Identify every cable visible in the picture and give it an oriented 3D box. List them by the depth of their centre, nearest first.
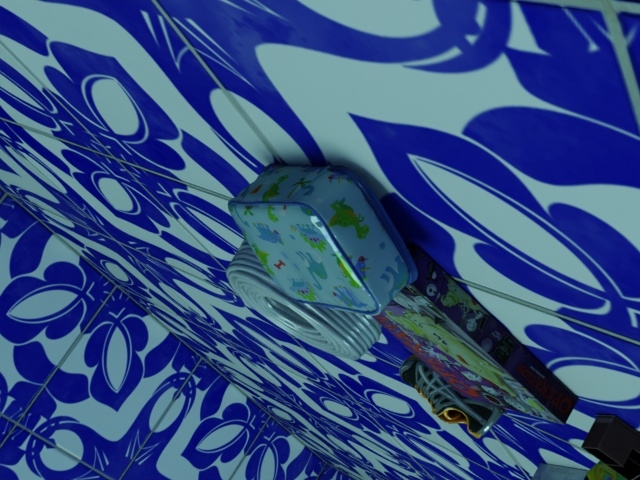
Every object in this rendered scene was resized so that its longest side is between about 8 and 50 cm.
[{"bbox_3d":[-0.024,0.091,1.444,0.257,0.089,0.257,27,163,20],"label":"cable"}]

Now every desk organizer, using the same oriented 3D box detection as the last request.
[{"bbox_3d":[0.413,0.286,1.242,0.130,0.050,0.047,35,164,-6],"label":"desk organizer"}]

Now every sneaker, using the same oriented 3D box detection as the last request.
[{"bbox_3d":[0.195,0.239,1.472,0.084,0.083,0.215,43,163,-35],"label":"sneaker"}]

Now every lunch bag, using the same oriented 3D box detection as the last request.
[{"bbox_3d":[0.000,0.000,1.084,0.219,0.090,0.176,4,131,58],"label":"lunch bag"}]

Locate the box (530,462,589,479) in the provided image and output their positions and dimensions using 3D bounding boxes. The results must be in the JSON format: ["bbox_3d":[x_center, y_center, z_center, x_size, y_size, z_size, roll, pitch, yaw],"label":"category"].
[{"bbox_3d":[0.510,0.507,1.635,0.290,0.087,0.169,36,164,-7],"label":"box"}]

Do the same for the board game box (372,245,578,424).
[{"bbox_3d":[0.163,0.120,1.250,0.347,0.056,0.208,41,166,-26],"label":"board game box"}]

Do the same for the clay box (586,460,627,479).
[{"bbox_3d":[0.467,0.406,1.315,0.127,0.053,0.222,39,-169,-19],"label":"clay box"}]
